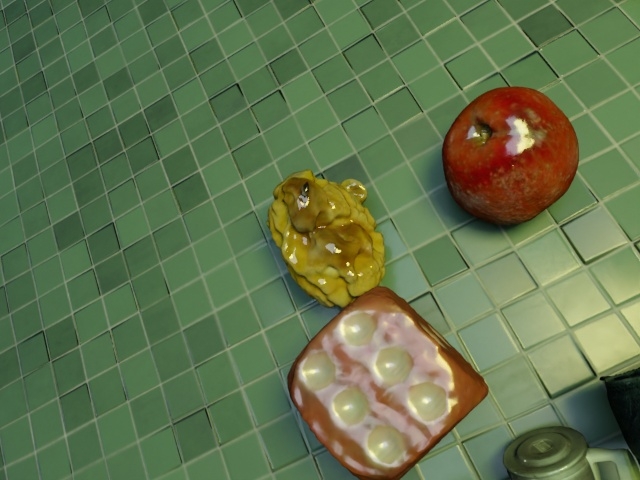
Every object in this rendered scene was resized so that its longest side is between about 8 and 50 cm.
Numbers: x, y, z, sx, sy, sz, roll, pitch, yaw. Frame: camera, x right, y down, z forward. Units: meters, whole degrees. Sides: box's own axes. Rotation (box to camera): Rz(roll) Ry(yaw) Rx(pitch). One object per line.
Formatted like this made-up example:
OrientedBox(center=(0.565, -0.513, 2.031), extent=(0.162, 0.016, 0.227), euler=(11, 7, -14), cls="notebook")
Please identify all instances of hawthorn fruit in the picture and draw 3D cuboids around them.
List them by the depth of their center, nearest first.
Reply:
OrientedBox(center=(0.238, -0.108, 0.618), extent=(0.173, 0.173, 0.172), euler=(-5, 73, 16), cls="hawthorn fruit")

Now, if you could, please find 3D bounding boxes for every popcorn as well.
OrientedBox(center=(0.006, -0.006, 0.682), extent=(0.140, 0.163, 0.194), euler=(-32, 98, 26), cls="popcorn")

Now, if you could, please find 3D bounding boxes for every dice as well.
OrientedBox(center=(0.080, 0.168, 0.581), extent=(0.174, 0.179, 0.175), euler=(-44, 64, 1), cls="dice")

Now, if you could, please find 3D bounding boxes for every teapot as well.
OrientedBox(center=(0.271, 0.266, 0.529), extent=(0.092, 0.124, 0.090), euler=(-27, 91, -21), cls="teapot")

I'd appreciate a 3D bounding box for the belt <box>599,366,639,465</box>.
OrientedBox(center=(0.382, 0.149, 0.443), extent=(0.206, 0.268, 0.116), euler=(-29, 65, 34), cls="belt")
